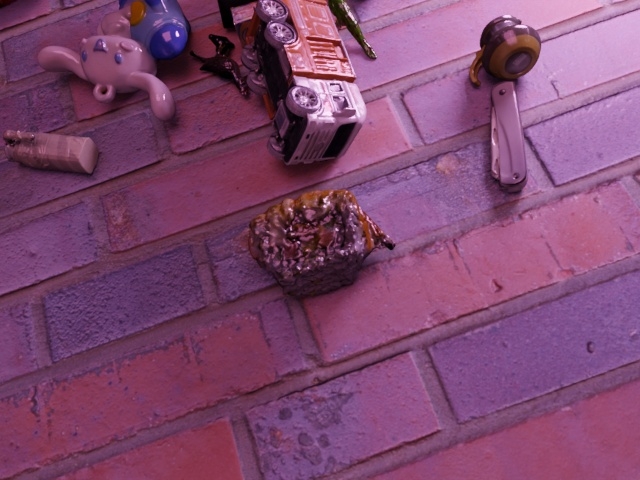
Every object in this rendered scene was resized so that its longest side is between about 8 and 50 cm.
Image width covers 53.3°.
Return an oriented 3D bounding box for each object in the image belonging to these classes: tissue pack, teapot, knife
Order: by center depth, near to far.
[{"bbox_3d":[0.395,-0.224,1.354,0.073,0.040,0.265,-4,65,16],"label":"knife"},{"bbox_3d":[0.399,-0.413,1.405,0.166,0.130,0.119,-36,45,26],"label":"teapot"},{"bbox_3d":[-0.624,-0.209,1.453,0.200,0.107,0.077,6,70,11],"label":"teapot"},{"bbox_3d":[-0.128,-0.518,1.521,0.148,0.108,0.060,-17,62,1],"label":"tissue pack"}]

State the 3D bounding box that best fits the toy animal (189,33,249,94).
[{"bbox_3d":[-0.227,-0.415,1.524,0.105,0.070,0.202,-41,69,3],"label":"toy animal"}]

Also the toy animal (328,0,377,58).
[{"bbox_3d":[0.066,-0.518,1.528,0.041,0.075,0.217,-35,95,-5],"label":"toy animal"}]

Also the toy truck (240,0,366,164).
[{"bbox_3d":[-0.031,-0.355,1.391,0.207,0.173,0.387,-4,62,-26],"label":"toy truck"}]

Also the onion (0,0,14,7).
[{"bbox_3d":[-0.877,-0.709,1.669,0.246,0.190,0.246,-7,47,7],"label":"onion"}]

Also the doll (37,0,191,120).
[{"bbox_3d":[-0.444,-0.490,1.510,0.376,0.187,0.365,27,79,-1],"label":"doll"}]

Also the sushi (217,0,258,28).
[{"bbox_3d":[-0.151,-0.672,1.531,0.215,0.227,0.212,-8,58,-1],"label":"sushi"}]

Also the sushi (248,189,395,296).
[{"bbox_3d":[0.000,0.000,1.252,0.274,0.139,0.184,-18,67,6],"label":"sushi"}]
